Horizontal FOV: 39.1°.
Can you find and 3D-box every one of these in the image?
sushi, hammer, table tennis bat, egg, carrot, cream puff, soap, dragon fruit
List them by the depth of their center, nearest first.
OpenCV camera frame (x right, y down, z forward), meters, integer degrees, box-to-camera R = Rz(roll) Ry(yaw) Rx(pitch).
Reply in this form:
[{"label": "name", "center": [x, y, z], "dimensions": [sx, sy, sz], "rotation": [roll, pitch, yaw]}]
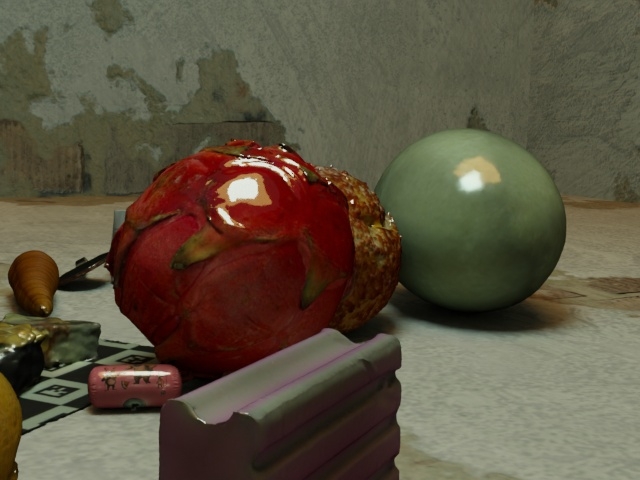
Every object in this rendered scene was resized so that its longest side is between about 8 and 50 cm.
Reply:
[{"label": "soap", "center": [-0.015, 0.131, 0.545], "dimensions": [0.066, 0.122, 0.203], "rotation": [4, 7, 25]}, {"label": "hammer", "center": [-0.166, 0.131, 0.807], "dimensions": [0.083, 0.043, 0.043], "rotation": [2, 8, -12]}, {"label": "dragon fruit", "center": [-0.084, 0.019, 0.898], "dimensions": [0.252, 0.240, 0.241], "rotation": [-21, 18, -25]}, {"label": "sushi", "center": [-0.359, 0.101, 0.900], "dimensions": [0.359, 0.064, 0.343], "rotation": [4, 8, 24]}, {"label": "cream puff", "center": [0.001, 0.000, 1.107], "dimensions": [0.240, 0.164, 0.240], "rotation": [30, 24, -15]}, {"label": "carrot", "center": [-0.369, 0.062, 1.162], "dimensions": [0.069, 0.069, 0.336], "rotation": [-1, 9, -18]}, {"label": "egg", "center": [0.201, -0.029, 1.252], "dimensions": [0.259, 0.258, 0.352], "rotation": [1, 7, -2]}, {"label": "table tennis bat", "center": [-0.364, 0.041, 1.378], "dimensions": [0.095, 0.014, 0.158], "rotation": [-30, 11, -12]}]

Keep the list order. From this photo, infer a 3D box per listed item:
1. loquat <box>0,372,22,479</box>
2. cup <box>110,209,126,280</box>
[{"label": "loquat", "center": [-0.245, 0.122, 0.526], "dimensions": [0.141, 0.141, 0.141], "rotation": [1, 8, 0]}, {"label": "cup", "center": [-0.297, 0.010, 1.402], "dimensions": [0.074, 0.116, 0.104], "rotation": [-4, 2, -42]}]
